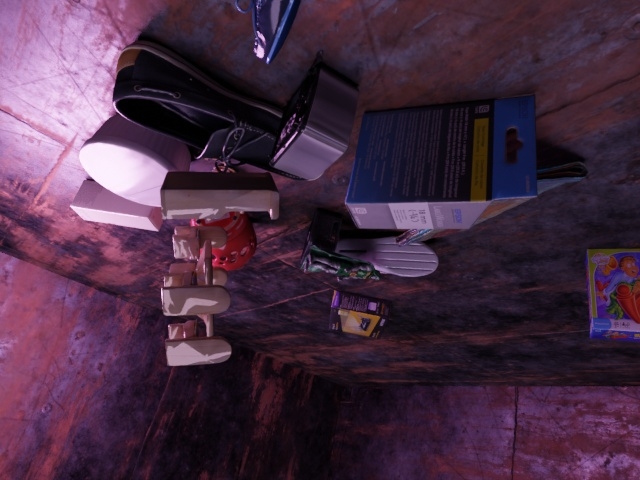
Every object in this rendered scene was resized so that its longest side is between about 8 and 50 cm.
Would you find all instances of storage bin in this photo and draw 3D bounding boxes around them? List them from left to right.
[{"bbox_3d":[0.000,0.000,1.405,0.084,0.122,0.180,15,153,-6],"label":"storage bin"}]

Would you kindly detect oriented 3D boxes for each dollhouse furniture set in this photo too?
[{"bbox_3d":[-0.245,0.040,1.141,0.256,0.362,0.394,-1,113,-12],"label":"dollhouse furniture set"}]

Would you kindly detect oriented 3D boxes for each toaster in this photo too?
[{"bbox_3d":[-0.013,-0.237,0.916,0.110,0.168,0.185,21,153,-21],"label":"toaster"}]

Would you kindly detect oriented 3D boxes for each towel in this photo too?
[{"bbox_3d":[0.375,-0.072,1.048,0.271,0.040,0.370,-12,167,-30],"label":"towel"}]

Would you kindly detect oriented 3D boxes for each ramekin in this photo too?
[{"bbox_3d":[-0.469,-0.213,1.202,0.272,0.127,0.273,10,152,5],"label":"ramekin"}]

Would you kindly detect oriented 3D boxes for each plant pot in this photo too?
[{"bbox_3d":[-0.301,-0.026,1.417,0.191,0.191,0.174,10,150,6],"label":"plant pot"}]

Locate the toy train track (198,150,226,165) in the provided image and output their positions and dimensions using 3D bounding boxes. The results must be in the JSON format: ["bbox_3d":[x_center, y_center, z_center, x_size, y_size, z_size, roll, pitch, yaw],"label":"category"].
[{"bbox_3d":[-0.290,-0.219,1.235,0.083,0.014,0.048,20,152,-15],"label":"toy train track"}]

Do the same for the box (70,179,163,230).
[{"bbox_3d":[-0.648,-0.114,1.488,0.275,0.113,0.094,10,153,8],"label":"box"}]

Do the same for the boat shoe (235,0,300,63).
[{"bbox_3d":[-0.071,-0.407,0.713,0.089,0.109,0.258,23,135,-5],"label":"boat shoe"}]

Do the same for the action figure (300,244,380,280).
[{"bbox_3d":[0.071,0.081,1.341,0.232,0.064,0.137,11,150,-15],"label":"action figure"}]

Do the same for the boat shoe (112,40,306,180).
[{"bbox_3d":[-0.212,-0.239,1.012,0.500,0.156,0.186,25,149,-25],"label":"boat shoe"}]

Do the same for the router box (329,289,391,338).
[{"bbox_3d":[0.166,0.331,2.007,0.242,0.081,0.309,11,153,5],"label":"router box"}]

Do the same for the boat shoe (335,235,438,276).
[{"bbox_3d":[0.203,0.043,1.436,0.335,0.121,0.119,8,177,19],"label":"boat shoe"}]

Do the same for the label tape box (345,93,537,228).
[{"bbox_3d":[0.236,-0.146,0.893,0.333,0.241,0.106,1,150,23],"label":"label tape box"}]

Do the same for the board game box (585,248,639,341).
[{"bbox_3d":[0.879,0.139,1.162,0.347,0.233,0.078,-1,150,25],"label":"board game box"}]

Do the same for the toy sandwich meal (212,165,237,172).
[{"bbox_3d":[-0.264,-0.177,1.286,0.085,0.029,0.086,10,153,5],"label":"toy sandwich meal"}]
